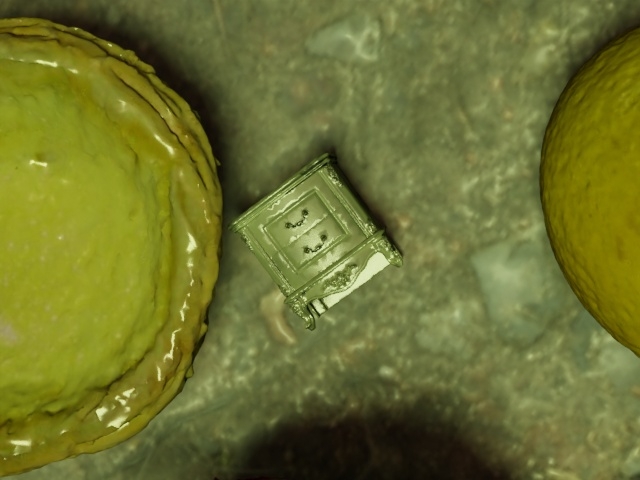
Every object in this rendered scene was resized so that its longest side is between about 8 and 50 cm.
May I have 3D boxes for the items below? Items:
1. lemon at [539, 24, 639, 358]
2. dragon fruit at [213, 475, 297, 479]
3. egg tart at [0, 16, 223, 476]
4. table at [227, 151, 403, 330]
[{"bbox_3d":[0.215,-0.023,0.516,0.186,0.187,0.244,-26,57,7],"label":"lemon"},{"bbox_3d":[0.005,0.277,0.502,0.250,0.269,0.291,0,74,43],"label":"dragon fruit"},{"bbox_3d":[-0.194,0.005,0.591,0.293,0.123,0.294,0,90,6],"label":"egg tart"},{"bbox_3d":[0.000,0.000,0.598,0.079,0.062,0.083,-36,90,8],"label":"table"}]
